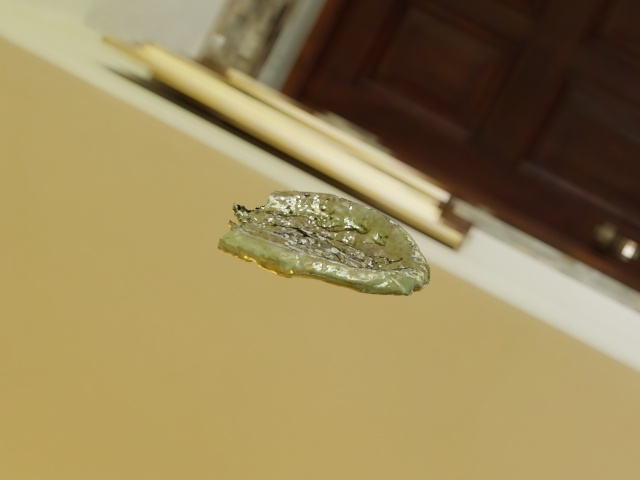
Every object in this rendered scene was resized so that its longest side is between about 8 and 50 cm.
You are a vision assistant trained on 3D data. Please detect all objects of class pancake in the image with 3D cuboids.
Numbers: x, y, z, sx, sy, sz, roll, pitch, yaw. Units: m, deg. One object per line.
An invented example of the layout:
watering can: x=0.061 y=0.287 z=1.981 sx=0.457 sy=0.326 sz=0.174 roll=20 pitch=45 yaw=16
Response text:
pancake: x=0.005 y=0.003 z=1.064 sx=0.129 sy=0.116 sz=0.022 roll=-76 pitch=1 yaw=-71
